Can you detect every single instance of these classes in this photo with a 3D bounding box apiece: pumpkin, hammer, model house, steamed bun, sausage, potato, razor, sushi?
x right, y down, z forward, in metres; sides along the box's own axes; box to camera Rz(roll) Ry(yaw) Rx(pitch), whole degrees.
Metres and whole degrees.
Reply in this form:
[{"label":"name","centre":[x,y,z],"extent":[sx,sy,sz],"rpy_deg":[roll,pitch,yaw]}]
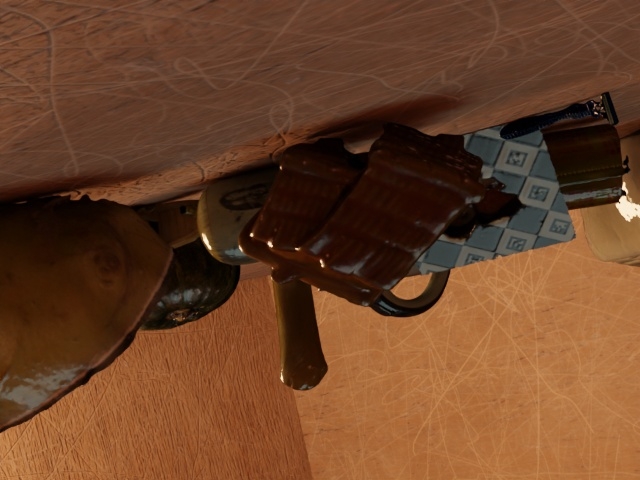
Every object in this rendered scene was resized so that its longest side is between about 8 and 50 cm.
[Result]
[{"label":"pumpkin","centre":[-0.232,0.052,1.952],"extent":[0.223,0.157,0.224],"rpy_deg":[-18,161,-7]},{"label":"hammer","centre":[-0.033,0.042,1.482],"extent":[0.202,0.305,0.113],"rpy_deg":[-14,144,3]},{"label":"model house","centre":[0.050,-0.050,1.366],"extent":[0.219,0.199,0.229],"rpy_deg":[-60,-178,-28]},{"label":"steamed bun","centre":[0.562,-0.072,2.101],"extent":[0.236,0.247,0.383],"rpy_deg":[-8,177,-19]},{"label":"sausage","centre":[0.282,-0.086,1.829],"extent":[0.317,0.117,0.125],"rpy_deg":[-10,-149,-3]},{"label":"potato","centre":[-0.314,0.042,1.327],"extent":[0.299,0.196,0.246],"rpy_deg":[-42,-153,-14]},{"label":"razor","centre":[0.300,-0.153,1.601],"extent":[0.154,0.044,0.028],"rpy_deg":[-12,-157,32]},{"label":"sushi","centre":[0.212,-0.069,1.739],"extent":[0.231,0.220,0.047],"rpy_deg":[-14,-142,18]}]

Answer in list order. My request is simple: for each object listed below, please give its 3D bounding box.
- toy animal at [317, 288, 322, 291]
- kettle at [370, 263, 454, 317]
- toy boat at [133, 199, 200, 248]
[{"label":"toy animal","centre":[-0.005,-0.001,2.029],"extent":[0.114,0.146,0.245],"rpy_deg":[17,-170,-11]},{"label":"kettle","centre":[0.124,0.004,1.913],"extent":[0.236,0.221,0.161],"rpy_deg":[-10,174,-43]},{"label":"toy boat","centre":[-0.238,-0.009,1.648],"extent":[0.226,0.068,0.088],"rpy_deg":[-14,171,28]}]
